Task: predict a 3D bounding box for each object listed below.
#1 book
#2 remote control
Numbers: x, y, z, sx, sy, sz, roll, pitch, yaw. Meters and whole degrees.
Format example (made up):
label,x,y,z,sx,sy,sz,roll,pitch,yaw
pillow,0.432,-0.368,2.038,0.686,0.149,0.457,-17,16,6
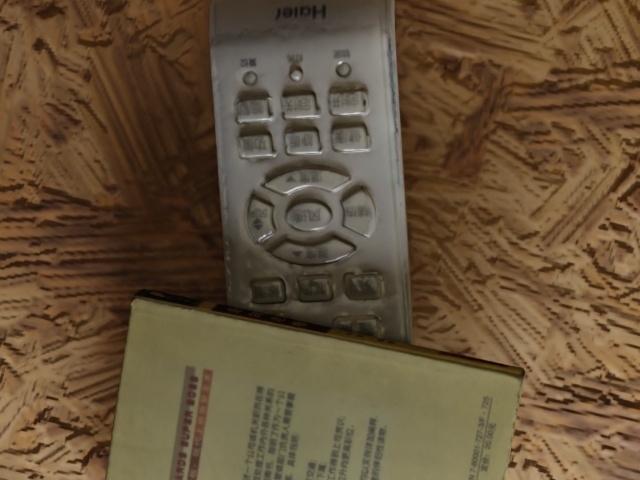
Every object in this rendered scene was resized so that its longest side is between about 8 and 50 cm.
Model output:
label,x,y,z,sx,sy,sz,roll,pitch,yaw
book,-0.009,0.128,0.905,0.231,0.026,0.161,11,99,9
remote control,0.000,0.000,0.930,0.109,0.055,0.312,-3,94,11
